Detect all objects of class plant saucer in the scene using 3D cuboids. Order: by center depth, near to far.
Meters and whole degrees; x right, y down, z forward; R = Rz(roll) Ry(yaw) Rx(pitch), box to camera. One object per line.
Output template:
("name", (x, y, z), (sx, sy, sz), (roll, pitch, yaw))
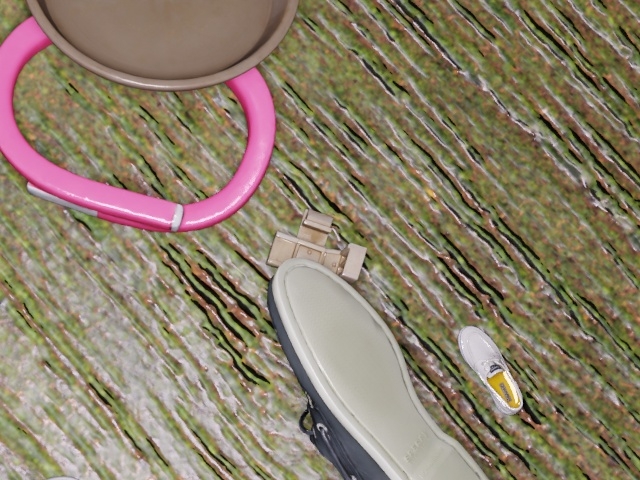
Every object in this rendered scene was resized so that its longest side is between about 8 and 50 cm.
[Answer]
("plant saucer", (-0.159, -0.259, 1.665), (0.278, 0.041, 0.278), (5, 62, -9))

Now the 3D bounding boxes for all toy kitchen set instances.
("toy kitchen set", (0.000, 0.000, 1.651), (0.083, 0.075, 0.068), (19, 77, -7))

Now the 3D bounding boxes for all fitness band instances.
("fitness band", (-0.188, -0.124, 1.664), (0.291, 0.054, 0.209), (17, 78, -4))

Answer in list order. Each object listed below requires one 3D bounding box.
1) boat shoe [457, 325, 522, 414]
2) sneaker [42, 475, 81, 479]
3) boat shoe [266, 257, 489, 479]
("boat shoe", (0.171, 0.128, 1.668), (0.035, 0.035, 0.100), (-27, 84, -10))
("sneaker", (-0.335, 0.307, 1.520), (0.295, 0.147, 0.104), (-32, 86, -10))
("boat shoe", (0.040, 0.177, 1.608), (0.340, 0.113, 0.127), (51, 42, -4))
